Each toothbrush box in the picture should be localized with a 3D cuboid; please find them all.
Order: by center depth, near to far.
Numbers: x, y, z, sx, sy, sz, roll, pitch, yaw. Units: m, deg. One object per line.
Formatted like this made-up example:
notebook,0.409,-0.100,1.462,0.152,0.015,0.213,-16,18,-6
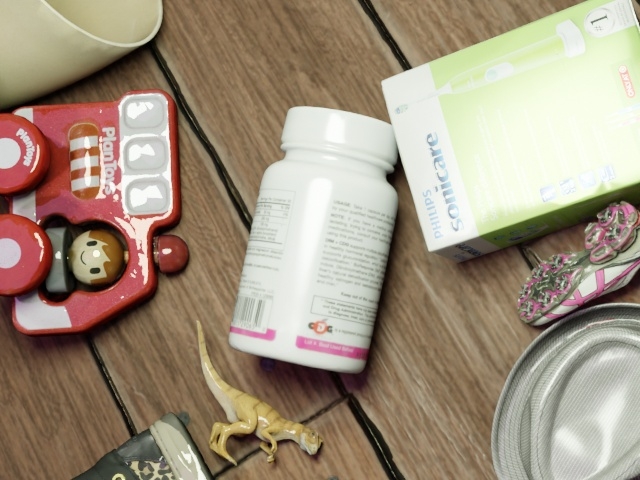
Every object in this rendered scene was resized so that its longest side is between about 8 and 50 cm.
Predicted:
toothbrush box,0.236,-0.118,1.331,0.283,0.122,0.206,-20,76,17

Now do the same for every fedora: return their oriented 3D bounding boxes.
fedora,0.293,0.194,1.260,0.244,0.124,0.275,39,97,23

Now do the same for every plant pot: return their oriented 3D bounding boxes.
plant pot,-0.389,-0.282,1.558,0.274,0.256,0.256,-34,71,31

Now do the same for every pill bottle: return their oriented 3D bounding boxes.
pill bottle,0.000,0.000,1.386,0.160,0.160,0.283,11,86,23

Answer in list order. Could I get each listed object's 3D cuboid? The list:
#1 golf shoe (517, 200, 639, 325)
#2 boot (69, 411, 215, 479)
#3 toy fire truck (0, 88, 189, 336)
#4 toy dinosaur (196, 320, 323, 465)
golf shoe,0.294,0.040,1.311,0.186,0.086,0.067,-43,33,32
boot,-0.214,0.412,1.371,0.284,0.138,0.377,-23,69,-7
toy fire truck,-0.296,-0.035,1.522,0.254,0.169,0.302,-5,81,2
toy dinosaur,-0.095,0.206,1.457,0.211,0.064,0.112,34,77,13
